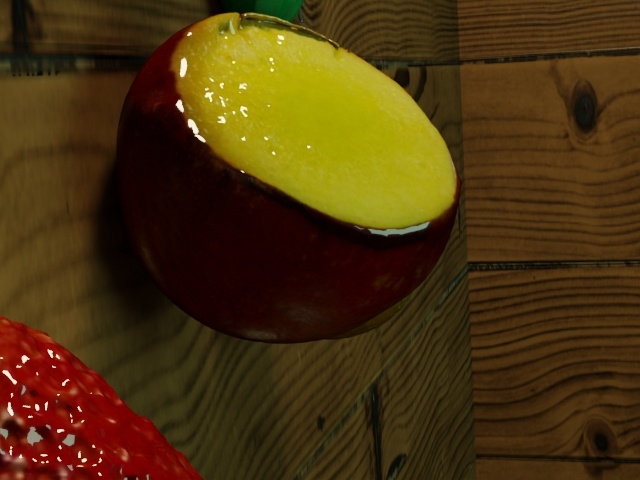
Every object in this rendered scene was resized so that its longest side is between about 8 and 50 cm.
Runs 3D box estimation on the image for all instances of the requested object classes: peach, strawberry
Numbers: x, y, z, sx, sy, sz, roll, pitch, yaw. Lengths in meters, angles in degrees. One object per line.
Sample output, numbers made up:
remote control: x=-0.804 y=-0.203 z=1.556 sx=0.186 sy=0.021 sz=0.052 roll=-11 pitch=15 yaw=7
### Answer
peach: x=-0.044 y=-0.043 z=0.956 sx=0.245 sy=0.275 sz=0.248 roll=-57 pitch=-150 yaw=13
strawberry: x=-0.161 y=0.156 z=0.665 sx=0.244 sy=0.205 sz=0.205 roll=65 pitch=17 yaw=-3

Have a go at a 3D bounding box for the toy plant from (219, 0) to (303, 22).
toy plant: x=-0.054 y=-0.280 z=1.207 sx=0.143 sy=0.105 sz=0.200 roll=-121 pitch=-132 yaw=-83

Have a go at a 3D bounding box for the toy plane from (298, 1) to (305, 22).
toy plane: x=-0.028 y=-0.298 z=1.418 sx=0.083 sy=0.031 sz=0.078 roll=-36 pitch=123 yaw=-73

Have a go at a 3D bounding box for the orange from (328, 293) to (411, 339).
orange: x=0.000 y=0.000 z=1.178 sx=0.206 sy=0.206 sz=0.206 roll=-1 pitch=90 yaw=-75
